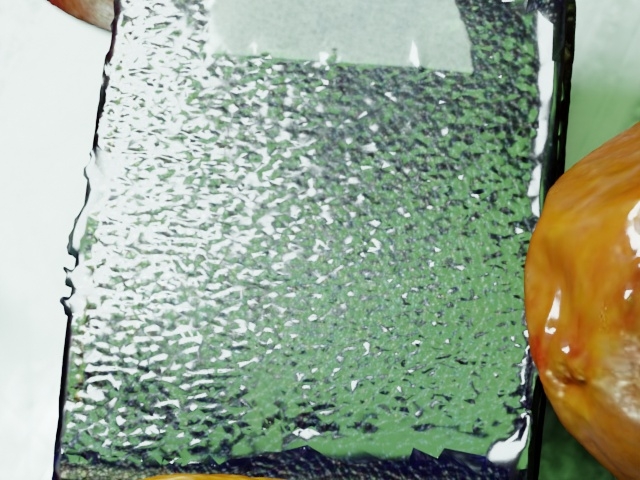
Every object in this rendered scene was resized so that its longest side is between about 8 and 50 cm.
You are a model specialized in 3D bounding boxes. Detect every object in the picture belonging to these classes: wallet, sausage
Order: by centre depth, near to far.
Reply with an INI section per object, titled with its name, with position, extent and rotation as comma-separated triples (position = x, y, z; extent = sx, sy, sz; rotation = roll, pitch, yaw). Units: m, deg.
[sausage]
position = 0.197, -0.003, 0.752
extent = 0.268, 0.153, 0.141
rotation = -39, 106, -31
[wallet]
position = 0.000, 0.000, 0.827
extent = 0.221, 0.071, 0.262
rotation = 3, 80, 11

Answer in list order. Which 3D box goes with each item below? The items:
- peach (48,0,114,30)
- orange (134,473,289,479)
[peach]
position = -0.105, -0.222, 0.923
extent = 0.279, 0.068, 0.189
rotation = 40, 78, 17
[orange]
position = -0.045, 0.216, 0.666
extent = 0.261, 0.261, 0.261
rotation = -2, 71, 5
